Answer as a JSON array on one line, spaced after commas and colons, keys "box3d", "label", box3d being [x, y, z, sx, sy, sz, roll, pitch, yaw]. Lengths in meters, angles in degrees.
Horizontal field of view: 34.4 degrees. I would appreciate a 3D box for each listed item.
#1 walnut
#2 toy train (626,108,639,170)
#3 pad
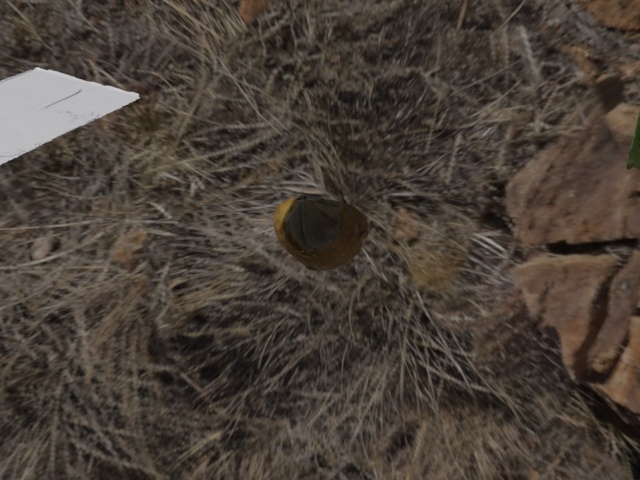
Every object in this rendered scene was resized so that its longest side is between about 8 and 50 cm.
[{"box3d": [0.000, 0.000, 1.011, 0.091, 0.121, 0.052, -1, 70, 17], "label": "walnut"}, {"box3d": [0.219, -0.116, 0.332, 0.173, 0.307, 0.249, 28, 79, 18], "label": "toy train"}, {"box3d": [-0.308, -0.126, 1.029, 0.156, 0.232, 0.004, 17, 122, 26], "label": "pad"}]
